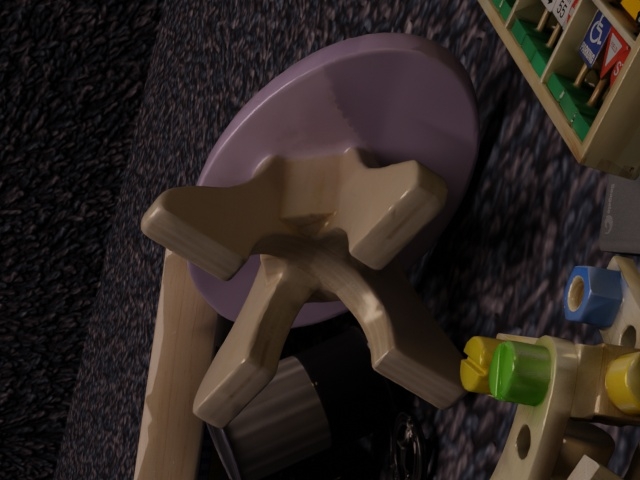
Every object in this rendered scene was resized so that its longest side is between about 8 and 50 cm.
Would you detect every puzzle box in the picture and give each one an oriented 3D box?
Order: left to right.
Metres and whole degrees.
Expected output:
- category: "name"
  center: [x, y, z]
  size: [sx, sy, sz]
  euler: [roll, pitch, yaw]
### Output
- category: "puzzle box"
  center: [-0.103, 0.137, 1.321]
  size: [0.409, 0.052, 0.272]
  euler: [72, -155, -81]

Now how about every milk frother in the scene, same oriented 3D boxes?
- category: "milk frother"
  center: [-0.002, 0.148, 1.069]
  size: [0.129, 0.134, 0.143]
  euler: [68, 167, -5]

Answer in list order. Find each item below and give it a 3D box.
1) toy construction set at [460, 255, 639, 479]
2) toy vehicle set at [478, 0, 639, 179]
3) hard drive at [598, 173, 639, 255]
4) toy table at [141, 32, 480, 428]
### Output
- category: "toy construction set"
  center: [0.136, 0.134, 0.605]
  size: [0.328, 0.151, 0.215]
  euler: [-85, 9, -82]
- category: "toy vehicle set"
  center: [0.162, -0.168, 0.818]
  size: [0.267, 0.035, 0.166]
  euler: [-104, 34, -59]
- category: "hard drive"
  center: [0.189, -0.037, 0.732]
  size: [0.135, 0.022, 0.094]
  euler: [-175, 94, -74]
- category: "toy table"
  center: [0.000, 0.000, 0.996]
  size: [0.161, 0.252, 0.274]
  euler: [-85, 20, -54]
